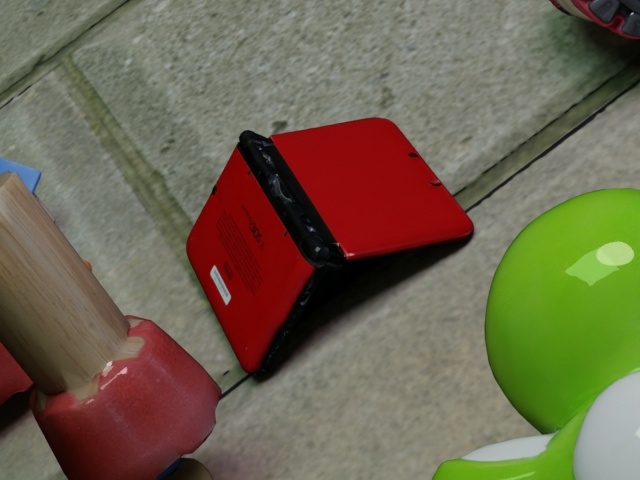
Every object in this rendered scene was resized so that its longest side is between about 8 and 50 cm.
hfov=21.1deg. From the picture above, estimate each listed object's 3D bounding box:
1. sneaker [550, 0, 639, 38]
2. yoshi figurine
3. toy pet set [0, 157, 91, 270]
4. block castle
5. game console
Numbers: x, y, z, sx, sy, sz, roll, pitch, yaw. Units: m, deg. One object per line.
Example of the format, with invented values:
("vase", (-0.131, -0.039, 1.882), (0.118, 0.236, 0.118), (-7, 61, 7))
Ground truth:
("sneaker", (0.242, -0.225, 0.936), (0.299, 0.121, 0.112), (-32, 16, -4))
("yoshi figurine", (0.198, 0.030, 0.629), (0.362, 0.203, 0.203), (-18, 23, 27))
("toy pet set", (-0.207, 0.003, 1.080), (0.122, 0.065, 0.114), (-13, 41, 28))
("block castle", (-0.280, 0.172, 0.833), (0.453, 0.213, 0.303), (-44, 24, -22))
("game console", (0.000, 0.000, 0.960), (0.124, 0.085, 0.144), (-61, 30, 19))
